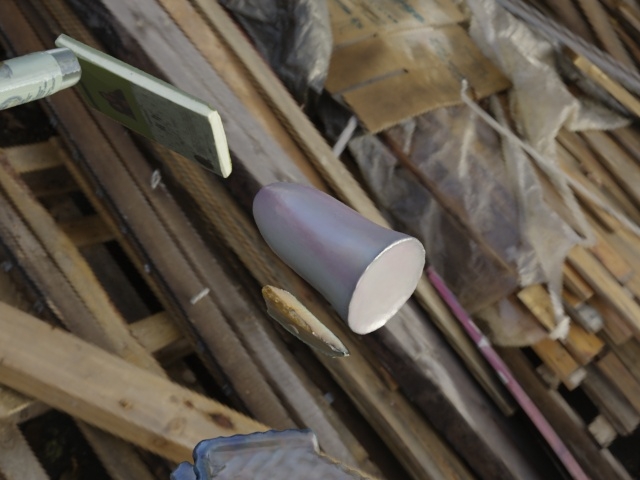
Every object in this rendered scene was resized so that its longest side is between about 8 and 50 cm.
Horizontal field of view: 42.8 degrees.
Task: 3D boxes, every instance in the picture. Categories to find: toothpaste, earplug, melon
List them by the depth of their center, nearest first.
[{"bbox_3d":[-0.290,-0.114,0.654,0.239,0.062,0.039,-37,103,-51],"label":"toothpaste"},{"bbox_3d":[0.000,0.000,1.325,0.301,0.172,0.172,35,29,33],"label":"earplug"},{"bbox_3d":[-0.018,0.143,1.362,0.182,0.054,0.098,38,-10,19],"label":"melon"}]

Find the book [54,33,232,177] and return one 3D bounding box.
[{"bbox_3d":[-0.335,-0.252,1.587,0.352,0.239,0.035,26,70,13],"label":"book"}]

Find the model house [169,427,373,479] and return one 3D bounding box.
[{"bbox_3d":[-0.104,0.559,1.255,0.400,0.395,0.445,26,54,25],"label":"model house"}]
